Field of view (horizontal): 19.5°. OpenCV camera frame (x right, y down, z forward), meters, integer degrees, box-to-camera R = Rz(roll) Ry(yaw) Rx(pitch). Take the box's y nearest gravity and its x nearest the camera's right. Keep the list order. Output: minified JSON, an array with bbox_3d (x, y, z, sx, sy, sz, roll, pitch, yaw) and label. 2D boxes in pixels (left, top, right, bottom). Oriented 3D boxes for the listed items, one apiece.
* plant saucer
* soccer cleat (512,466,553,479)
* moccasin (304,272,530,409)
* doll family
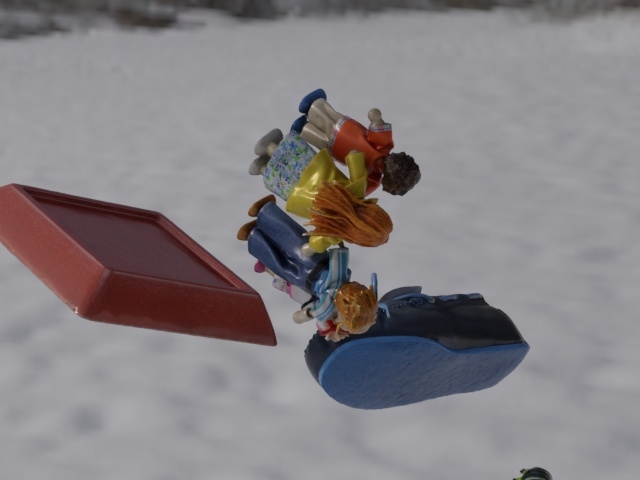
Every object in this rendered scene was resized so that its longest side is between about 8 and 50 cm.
[{"bbox_3d":[-0.198,0.017,1.916,0.259,0.048,0.258,10,19,-43],"label":"plant saucer"},{"bbox_3d":[0.229,0.282,1.993,0.072,0.060,0.179,22,7,19],"label":"soccer cleat"},{"bbox_3d":[0.092,0.114,2.099,0.342,0.138,0.117,7,43,-52],"label":"moccasin"},{"bbox_3d":[0.000,0.000,1.736,0.163,0.263,0.118,37,40,28],"label":"doll family"}]
